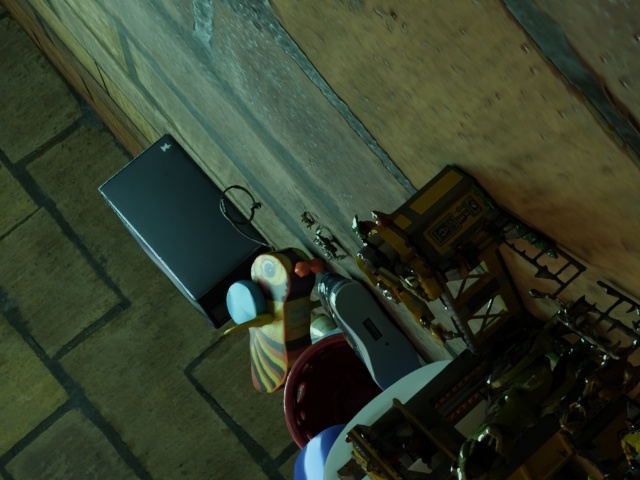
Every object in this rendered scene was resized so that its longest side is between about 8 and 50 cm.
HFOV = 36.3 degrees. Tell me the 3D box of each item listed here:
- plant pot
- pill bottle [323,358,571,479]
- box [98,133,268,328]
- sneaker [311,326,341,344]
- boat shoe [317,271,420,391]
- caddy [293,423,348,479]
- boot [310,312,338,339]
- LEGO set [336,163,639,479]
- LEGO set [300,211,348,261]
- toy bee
[{"bbox_3d":[0.057,0.232,1.387,0.191,0.191,0.174,47,180,17],"label":"plant pot"},{"bbox_3d":[0.185,0.316,1.000,0.361,0.204,0.204,52,172,-12],"label":"pill bottle"},{"bbox_3d":[-0.254,-0.010,1.928,0.296,0.183,0.294,47,170,14],"label":"box"},{"bbox_3d":[0.025,0.192,1.639,0.087,0.092,0.229,53,167,-5],"label":"sneaker"},{"bbox_3d":[0.063,0.117,1.255,0.183,0.065,0.083,58,172,-19],"label":"boat shoe"},{"bbox_3d":[0.090,0.370,1.231,0.341,0.242,0.179,93,166,-47],"label":"caddy"},{"bbox_3d":[0.057,0.247,1.799,0.165,0.077,0.213,40,162,43],"label":"boot"},{"bbox_3d":[0.112,0.131,0.577,0.331,0.192,0.255,43,170,37],"label":"LEGO set"},{"bbox_3d":[0.000,0.001,1.170,0.083,0.023,0.054,39,167,52],"label":"LEGO set"},{"bbox_3d":[-0.063,0.078,1.398,0.162,0.195,0.298,-3,120,49],"label":"toy bee"}]
